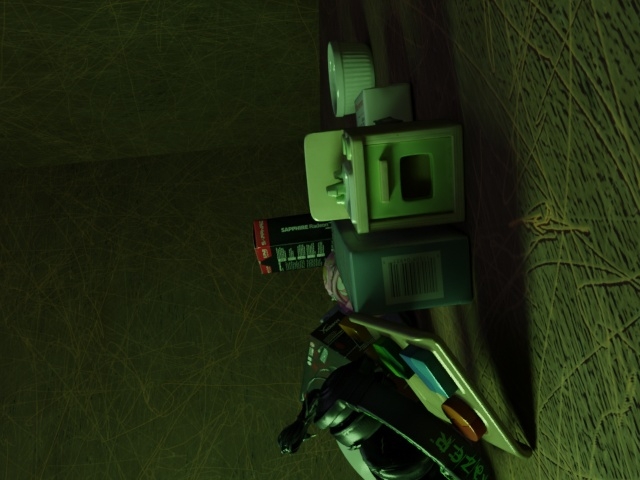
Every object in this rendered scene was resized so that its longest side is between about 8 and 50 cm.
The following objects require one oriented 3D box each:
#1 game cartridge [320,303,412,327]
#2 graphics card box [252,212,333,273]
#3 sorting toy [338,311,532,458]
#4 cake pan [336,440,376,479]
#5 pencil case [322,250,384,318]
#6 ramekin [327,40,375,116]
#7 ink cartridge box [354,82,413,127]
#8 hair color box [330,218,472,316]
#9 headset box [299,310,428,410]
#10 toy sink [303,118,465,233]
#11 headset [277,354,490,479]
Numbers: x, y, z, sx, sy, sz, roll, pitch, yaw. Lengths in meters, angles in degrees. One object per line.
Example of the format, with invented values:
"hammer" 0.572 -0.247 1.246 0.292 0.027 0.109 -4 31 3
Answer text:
"game cartridge" 0.113 0.220 1.678 0.068 0.230 0.355 53 -173 -16
"graphics card box" 0.000 0.000 1.861 0.233 0.371 0.094 88 175 -69
"sorting toy" 0.129 0.190 0.904 0.229 0.041 0.307 49 165 -15
"cake pan" 0.133 0.473 1.529 0.293 0.054 0.293 40 -162 -15
"pencil case" 0.093 0.086 1.549 0.386 0.160 0.167 -173 78 -86
"ramekin" 0.086 -0.451 1.799 0.207 0.109 0.207 173 90 -88
"ink cartridge box" 0.137 -0.195 1.361 0.172 0.100 0.237 -134 38 -85
"hair color box" 0.127 0.021 1.169 0.374 0.185 0.113 -108 11 -78
"headset box" 0.109 0.318 1.365 0.110 0.293 0.218 -35 -35 -43
"toy sink" 0.097 -0.101 1.021 0.131 0.234 0.152 -105 10 -74
"headset" 0.073 0.305 1.003 0.243 0.185 0.394 48 160 -23
